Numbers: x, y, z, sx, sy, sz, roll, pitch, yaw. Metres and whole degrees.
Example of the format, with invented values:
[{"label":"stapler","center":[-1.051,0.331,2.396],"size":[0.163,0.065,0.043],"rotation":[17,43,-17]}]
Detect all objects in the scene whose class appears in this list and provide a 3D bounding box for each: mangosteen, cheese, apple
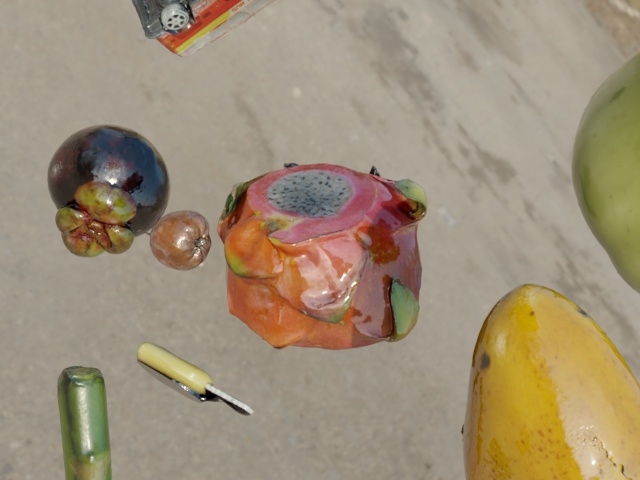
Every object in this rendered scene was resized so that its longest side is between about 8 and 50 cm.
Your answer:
[{"label":"mangosteen","center":[-0.336,-0.083,1.839],"size":[0.210,0.210,0.210],"rotation":[38,29,-25]},{"label":"cheese","center":[-0.154,0.178,1.454],"size":[0.162,0.036,0.086],"rotation":[25,-17,24]},{"label":"apple","center":[0.480,-0.088,1.378],"size":[0.357,0.357,0.357],"rotation":[38,29,-25]}]

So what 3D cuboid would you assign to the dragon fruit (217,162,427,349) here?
[{"label":"dragon fruit","center":[0.000,0.000,1.524],"size":[0.291,0.189,0.290],"rotation":[2,31,-1]}]

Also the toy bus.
[{"label":"toy bus","center":[-0.091,-0.249,1.111],"size":[0.077,0.174,0.079],"rotation":[42,21,-54]}]

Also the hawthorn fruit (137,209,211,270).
[{"label":"hawthorn fruit","center":[-0.167,-0.005,1.266],"size":[0.067,0.103,0.066],"rotation":[-25,120,-55]}]

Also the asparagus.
[{"label":"asparagus","center":[-0.280,0.287,1.405],"size":[0.060,0.067,0.277],"rotation":[-11,104,-47]}]

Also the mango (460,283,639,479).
[{"label":"mango","center":[0.214,0.179,1.017],"size":[0.191,0.160,0.290],"rotation":[-160,-127,-69]}]
